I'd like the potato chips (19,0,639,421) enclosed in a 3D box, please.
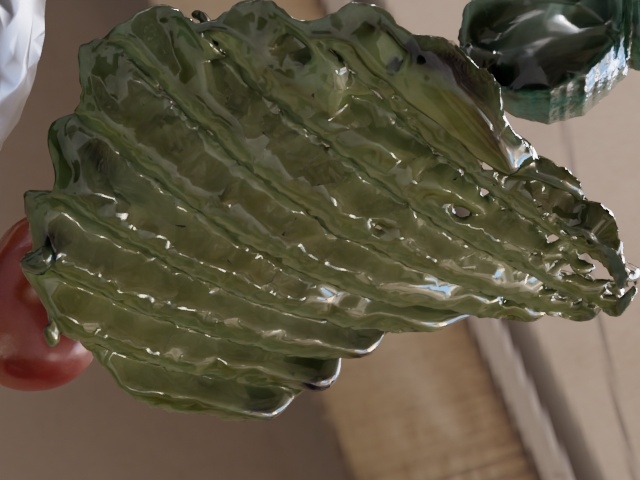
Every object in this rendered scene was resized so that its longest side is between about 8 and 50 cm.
[{"bbox_3d":[-0.002,-0.004,1.206,0.373,0.389,0.097,-16,-127,20],"label":"potato chips"}]

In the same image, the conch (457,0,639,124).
[{"bbox_3d":[0.223,-0.175,1.512,0.202,0.134,0.196,-19,-131,20],"label":"conch"}]

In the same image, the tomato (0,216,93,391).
[{"bbox_3d":[-0.281,0.063,1.944,0.195,0.136,0.195,-58,-167,21],"label":"tomato"}]

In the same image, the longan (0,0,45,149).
[{"bbox_3d":[-0.394,-0.170,1.411,0.391,0.391,0.391,8,-79,43],"label":"longan"}]
